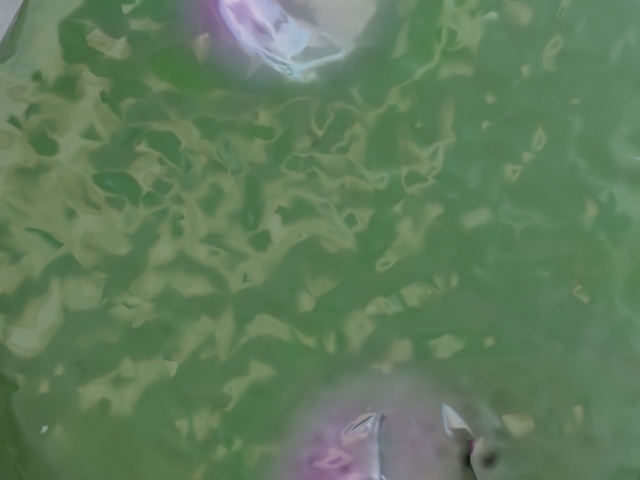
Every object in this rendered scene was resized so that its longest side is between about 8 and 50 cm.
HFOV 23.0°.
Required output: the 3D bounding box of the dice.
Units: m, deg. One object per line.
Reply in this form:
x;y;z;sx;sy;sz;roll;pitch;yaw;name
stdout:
0.000;0.000;0.724;0.330;0.318;0.322;-63;-173;-5;dice
